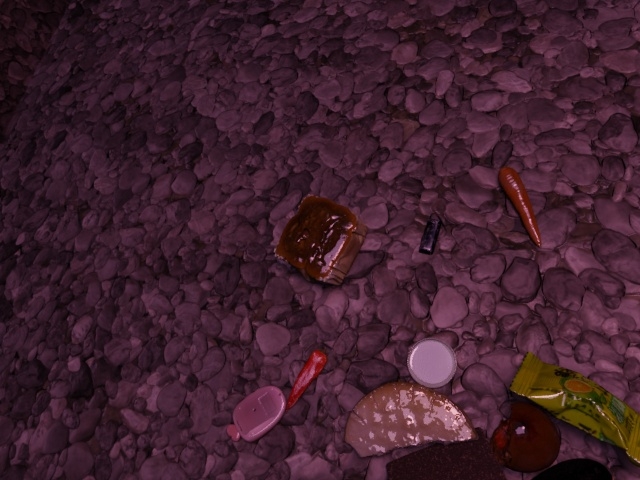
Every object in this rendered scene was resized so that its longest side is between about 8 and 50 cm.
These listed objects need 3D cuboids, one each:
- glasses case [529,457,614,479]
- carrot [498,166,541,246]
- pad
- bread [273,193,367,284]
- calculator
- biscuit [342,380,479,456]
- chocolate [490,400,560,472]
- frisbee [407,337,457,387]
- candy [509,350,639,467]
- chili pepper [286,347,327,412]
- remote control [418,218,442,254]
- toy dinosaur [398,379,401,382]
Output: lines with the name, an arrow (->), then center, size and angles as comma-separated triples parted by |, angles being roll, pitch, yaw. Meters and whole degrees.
glasses case -> 0.364, 0.480, 0.780 | 0.320, 0.122, 0.082 | -28, 77, -16
carrot -> 0.479, -0.082, 1.092 | 0.048, 0.048, 0.216 | -20, 66, 10
pad -> 0.233, 0.475, 0.806 | 0.219, 0.330, 0.004 | -26, 104, 9
bread -> 0.001, -0.002, 1.188 | 0.192, 0.110, 0.210 | 25, 77, 29
calculator -> -0.155, 0.417, 1.099 | 0.166, 0.024, 0.103 | -39, 60, -1
biscuit -> 0.171, 0.371, 0.972 | 0.289, 0.038, 0.141 | -17, 71, 20
chocolate -> 0.380, 0.369, 0.864 | 0.127, 0.133, 0.124 | -16, 65, 15
frisbee -> 0.248, 0.272, 1.025 | 0.110, 0.014, 0.110 | -7, 65, 16
candy -> 0.488, 0.302, 0.859 | 0.246, 0.149, 0.069 | 24, 117, 33
chili pepper -> -0.038, 0.329, 1.095 | 0.045, 0.027, 0.178 | 30, 81, 28
remote control -> 0.274, -0.012, 1.147 | 0.039, 0.014, 0.096 | 13, 70, 25
toy dinosaur -> 0.213, 0.342, 0.997 | 0.041, 0.026, 0.113 | -39, 65, 9
